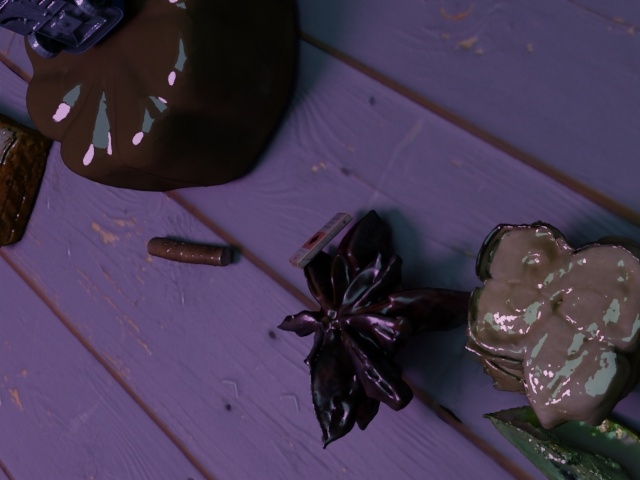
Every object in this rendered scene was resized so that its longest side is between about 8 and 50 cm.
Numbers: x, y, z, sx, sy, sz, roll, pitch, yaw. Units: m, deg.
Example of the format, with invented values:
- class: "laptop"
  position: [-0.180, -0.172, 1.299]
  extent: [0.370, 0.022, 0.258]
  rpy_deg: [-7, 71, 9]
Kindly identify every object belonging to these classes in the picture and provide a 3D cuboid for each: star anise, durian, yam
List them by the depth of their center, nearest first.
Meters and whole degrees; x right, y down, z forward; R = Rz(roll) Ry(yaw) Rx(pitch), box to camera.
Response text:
- class: "durian"
  position: [0.251, 0.214, 0.771]
  extent: [0.215, 0.100, 0.086]
  rpy_deg: [28, 106, 42]
- class: "star anise"
  position: [0.042, 0.094, 0.925]
  extent: [0.212, 0.129, 0.283]
  rpy_deg: [-59, 39, 15]
- class: "yam"
  position: [-0.180, 0.016, 1.154]
  extent: [0.145, 0.032, 0.032]
  rpy_deg: [7, 90, 38]

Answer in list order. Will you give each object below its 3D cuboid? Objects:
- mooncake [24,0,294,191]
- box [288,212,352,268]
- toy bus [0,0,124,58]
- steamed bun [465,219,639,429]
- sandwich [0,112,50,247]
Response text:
- class: "mooncake"
  position: [-0.225, -0.249, 1.108]
  extent: [0.378, 0.200, 0.378]
  rpy_deg: [-5, 82, 37]
- class: "box"
  position: [0.000, 0.000, 0.976]
  extent: [0.083, 0.012, 0.046]
  rpy_deg: [-45, 13, -8]
- class: "toy bus"
  position: [-0.347, -0.310, 0.939]
  extent: [0.113, 0.246, 0.134]
  rpy_deg: [-29, 61, 34]
- class: "steamed bun"
  position: [0.234, 0.083, 0.797]
  extent: [0.177, 0.106, 0.192]
  rpy_deg: [5, 80, 41]
- class: "sandwich"
  position: [-0.585, -0.120, 1.434]
  extent: [0.251, 0.087, 0.226]
  rpy_deg: [28, 103, 35]
